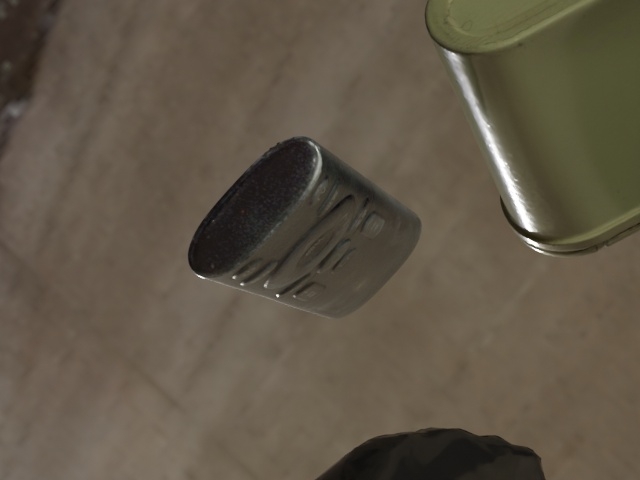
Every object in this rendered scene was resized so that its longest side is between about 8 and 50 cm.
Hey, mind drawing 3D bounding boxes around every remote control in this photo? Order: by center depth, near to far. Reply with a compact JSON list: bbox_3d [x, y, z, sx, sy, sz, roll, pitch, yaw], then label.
[{"bbox_3d":[0.000,0.000,1.343,0.107,0.044,0.377,-51,167,3],"label":"remote control"}]

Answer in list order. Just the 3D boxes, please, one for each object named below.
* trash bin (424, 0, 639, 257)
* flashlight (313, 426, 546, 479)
[{"bbox_3d":[0.219,-0.130,1.481,0.243,0.121,0.247,-28,138,3],"label":"trash bin"},{"bbox_3d":[-0.027,0.118,0.454,0.232,0.093,0.093,-44,176,39],"label":"flashlight"}]
